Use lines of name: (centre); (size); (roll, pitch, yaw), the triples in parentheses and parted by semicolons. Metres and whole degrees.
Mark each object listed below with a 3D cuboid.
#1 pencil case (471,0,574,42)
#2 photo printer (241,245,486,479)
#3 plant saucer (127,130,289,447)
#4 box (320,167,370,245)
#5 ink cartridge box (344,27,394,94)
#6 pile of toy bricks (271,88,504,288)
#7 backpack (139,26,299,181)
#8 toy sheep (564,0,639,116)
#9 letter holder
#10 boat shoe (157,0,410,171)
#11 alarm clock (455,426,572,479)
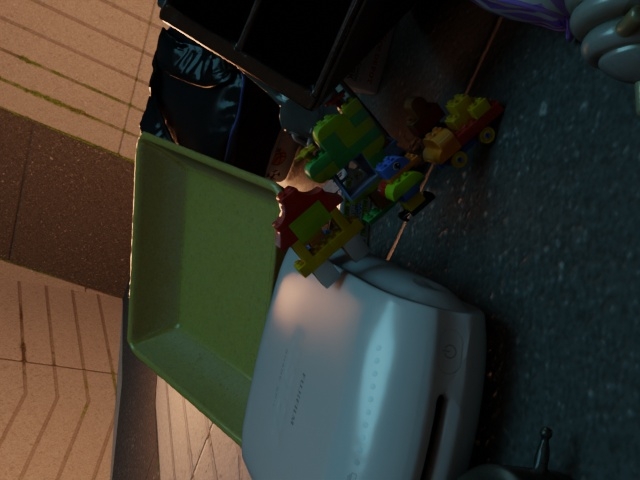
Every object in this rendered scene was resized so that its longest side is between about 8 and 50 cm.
pencil case: (0.171, -0.250, 0.506); (0.086, 0.088, 0.206); (-26, -44, -66)
photo printer: (0.025, 0.140, 0.633); (0.307, 0.107, 0.255); (-152, 75, -70)
plant saucer: (-0.136, 0.048, 0.957); (0.333, 0.081, 0.332); (24, 115, 45)
box: (0.000, 0.000, 0.898); (0.207, 0.036, 0.114); (145, 134, -63)
ink cartridge box: (0.011, -0.236, 0.860); (0.056, 0.135, 0.099); (-144, 67, -66)
pile of toy bricks: (0.034, -0.073, 0.609); (0.212, 0.105, 0.118); (-41, 21, -7)
backpack: (-0.153, -0.211, 1.134); (0.263, 0.213, 0.276); (43, 122, 33)
toy sheep: (0.178, -0.134, 0.404); (0.091, 0.091, 0.132); (175, 101, -70)
letter holder: (0.025, -0.289, 0.642); (0.214, 0.152, 0.302); (-60, -3, 39)
boat shoe: (-0.041, -0.167, 0.761); (0.095, 0.335, 0.112); (-41, -11, 10)
alarm clock: (0.105, 0.216, 0.442); (0.129, 0.064, 0.192); (-107, 31, -54)
